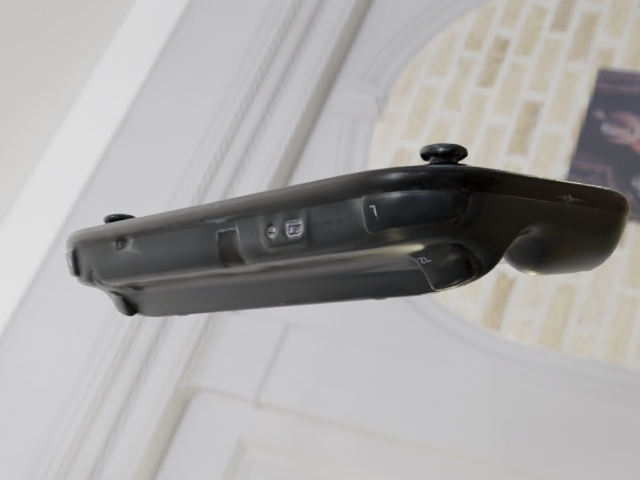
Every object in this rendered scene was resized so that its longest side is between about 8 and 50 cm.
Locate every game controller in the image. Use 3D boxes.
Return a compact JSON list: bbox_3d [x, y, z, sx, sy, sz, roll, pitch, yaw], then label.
[{"bbox_3d":[0.000,0.000,0.595,0.166,0.319,0.067,-6,-91,-42],"label":"game controller"}]
